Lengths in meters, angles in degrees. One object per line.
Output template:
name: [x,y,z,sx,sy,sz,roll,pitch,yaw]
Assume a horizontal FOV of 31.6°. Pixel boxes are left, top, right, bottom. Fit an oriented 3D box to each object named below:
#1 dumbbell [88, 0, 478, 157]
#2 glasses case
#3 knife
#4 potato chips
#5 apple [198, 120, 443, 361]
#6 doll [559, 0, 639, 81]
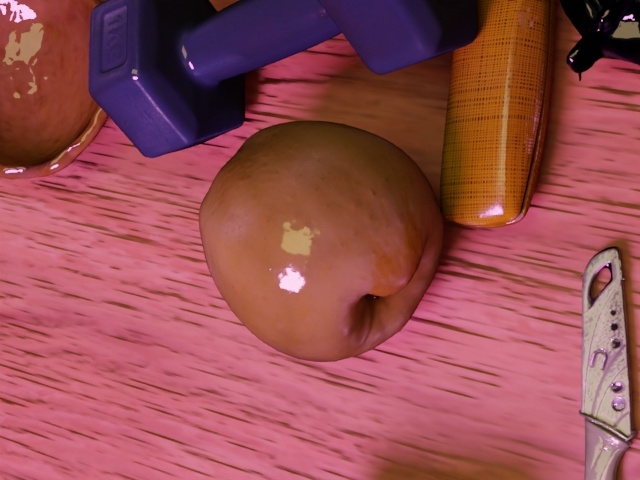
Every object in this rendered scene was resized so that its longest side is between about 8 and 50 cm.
dumbbell: [-0.037,-0.175,0.912,0.325,0.160,0.144,-17,99,35]
glasses case: [0.141,-0.125,0.887,0.079,0.064,0.234,3,82,33]
knife: [0.211,0.149,0.833,0.043,0.020,0.293,-4,79,28]
potato chips: [-0.270,-0.156,1.104,0.195,0.062,0.208,-46,64,7]
apple: [0.000,0.000,0.877,0.200,0.200,0.200,-5,80,26]
doll: [0.268,-0.216,0.834,0.249,0.088,0.127,-53,43,0]
